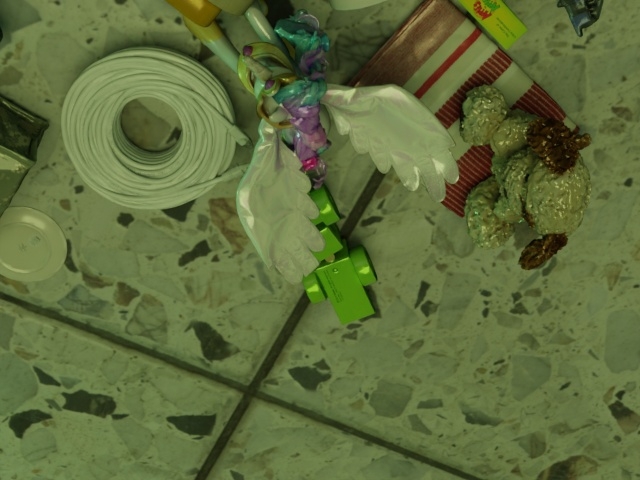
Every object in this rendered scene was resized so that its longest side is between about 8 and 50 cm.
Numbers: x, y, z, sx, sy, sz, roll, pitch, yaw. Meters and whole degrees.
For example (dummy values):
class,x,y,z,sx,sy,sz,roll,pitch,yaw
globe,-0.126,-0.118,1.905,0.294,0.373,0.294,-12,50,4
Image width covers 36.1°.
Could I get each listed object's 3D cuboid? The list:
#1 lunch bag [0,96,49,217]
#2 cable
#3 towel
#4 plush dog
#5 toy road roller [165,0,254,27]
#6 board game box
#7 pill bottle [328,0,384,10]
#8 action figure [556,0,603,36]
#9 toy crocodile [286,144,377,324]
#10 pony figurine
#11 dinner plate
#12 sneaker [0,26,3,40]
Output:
class,x,y,z,sx,sy,sz,roll,pitch,yaw
lunch bag,-0.587,-0.128,1.433,0.287,0.169,0.235,29,115,-22
cable,-0.253,-0.170,1.471,0.257,0.089,0.257,-27,116,12
towel,0.210,-0.192,1.512,0.329,0.037,0.237,38,109,-22
plush dog,0.323,-0.089,1.430,0.210,0.225,0.263,-8,118,-2
toy road roller,-0.181,-0.453,1.227,0.329,0.241,0.202,37,113,-16
board game box,0.207,-0.353,1.368,0.043,0.092,0.181,-43,125,17
pill bottle,0.027,-0.464,1.277,0.169,0.169,0.302,-17,118,7
action figure,0.336,-0.444,1.306,0.330,0.178,0.342,-16,93,12
toy crocodile,0.000,0.000,1.577,0.115,0.105,0.341,-25,121,10
pony figurine,-0.031,-0.164,1.322,0.302,0.363,0.351,-36,123,4
dinner plate,-0.485,0.010,1.599,0.141,0.017,0.141,-2,118,-3
sneaker,-0.604,-0.321,1.363,0.318,0.112,0.131,28,112,-8
